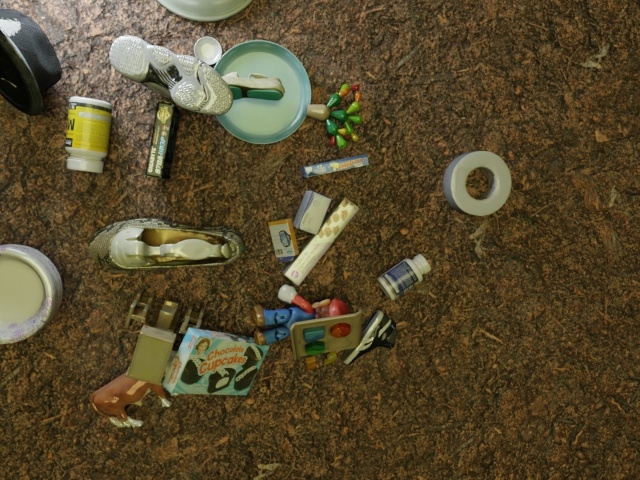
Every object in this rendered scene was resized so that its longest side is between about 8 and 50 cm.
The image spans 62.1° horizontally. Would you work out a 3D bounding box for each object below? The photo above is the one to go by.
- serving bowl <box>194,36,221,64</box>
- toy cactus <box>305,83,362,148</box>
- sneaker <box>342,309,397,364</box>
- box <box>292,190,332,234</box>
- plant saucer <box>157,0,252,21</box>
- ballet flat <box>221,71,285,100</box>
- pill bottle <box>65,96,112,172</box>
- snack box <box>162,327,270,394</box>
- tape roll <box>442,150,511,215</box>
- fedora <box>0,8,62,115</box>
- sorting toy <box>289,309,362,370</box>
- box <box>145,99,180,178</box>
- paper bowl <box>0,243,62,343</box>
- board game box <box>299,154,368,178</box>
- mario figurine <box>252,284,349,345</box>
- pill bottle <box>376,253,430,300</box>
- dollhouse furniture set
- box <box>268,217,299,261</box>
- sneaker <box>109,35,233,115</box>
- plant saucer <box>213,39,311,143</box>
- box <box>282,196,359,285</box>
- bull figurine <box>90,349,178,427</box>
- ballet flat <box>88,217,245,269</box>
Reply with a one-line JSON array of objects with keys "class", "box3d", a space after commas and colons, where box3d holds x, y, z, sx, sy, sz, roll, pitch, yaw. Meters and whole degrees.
[{"class": "serving bowl", "box3d": [-0.348, -0.586, 1.649, 0.083, 0.027, 0.083, -1, 97, -9]}, {"class": "toy cactus", "box3d": [0.043, -0.402, 1.693, 0.180, 0.112, 0.219, 7, 88, -11]}, {"class": "sneaker", "box3d": [0.182, 0.356, 1.807, 0.121, 0.079, 0.217, 37, 89, -11]}, {"class": "box", "box3d": [-0.029, -0.089, 1.697, 0.072, 0.137, 0.126, 22, 92, -11]}, {"class": "plant saucer", "box3d": [-0.355, -0.870, 1.583, 0.400, 0.100, 0.400, -1, 97, -9]}, {"class": "ballet flat", "box3d": [-0.233, -0.472, 1.620, 0.248, 0.086, 0.086, 1, 96, -11]}, {"class": "pill bottle", "box3d": [-0.690, -0.310, 1.578, 0.119, 0.119, 0.208, 7, 94, -10]}, {"class": "snack box", "box3d": [-0.313, 0.381, 1.644, 0.322, 0.060, 0.187, 23, 93, -52]}, {"class": "tape roll", "box3d": [0.532, -0.193, 1.809, 0.219, 0.072, 0.219, -1, 95, -9]}, {"class": "fedora", "box3d": [-0.848, -0.527, 1.489, 0.334, 0.334, 0.152, 52, 56, -10]}, {"class": "sorting toy", "box3d": [0.024, 0.334, 1.695, 0.229, 0.041, 0.307, -11, 142, -7]}, {"class": "box", "box3d": [-0.468, -0.293, 1.586, 0.051, 0.175, 0.220, 10, 95, -10]}, {"class": "paper bowl", "box3d": [-0.918, 0.151, 1.576, 0.284, 0.148, 0.284, -1, 97, -9]}, {"class": "board game box", "box3d": [0.040, -0.235, 1.694, 0.201, 0.136, 0.035, -12, 97, -7]}, {"class": "mario figurine", "box3d": [-0.061, 0.256, 1.736, 0.320, 0.170, 0.198, -4, 139, -18]}, {"class": "pill bottle", "box3d": [0.283, 0.120, 1.790, 0.169, 0.094, 0.094, -34, 100, -4]}, {"class": "dollhouse furniture set", "box3d": [-0.492, 0.294, 1.621, 0.212, 0.242, 0.161, 19, 111, -10]}, {"class": "box", "box3d": [-0.118, 0.000, 1.726, 0.081, 0.028, 0.136, -6, 102, 35]}, {"class": "sneaker", "box3d": [-0.401, -0.465, 1.536, 0.365, 0.210, 0.137, 25, 99, 2]}, {"class": "plant saucer", "box3d": [-0.189, -0.464, 1.681, 0.317, 0.044, 0.318, -1, 97, -8]}, {"class": "box", "box3d": [0.000, 0.000, 1.749, 0.063, 0.067, 0.324, 38, 88, -11]}, {"class": "bull figurine", "box3d": [-0.563, 0.464, 1.689, 0.310, 0.101, 0.188, -32, 102, -5]}, {"class": "ballet flat", "box3d": [-0.470, 0.017, 1.616, 0.482, 0.182, 0.164, 0, 97, -9]}]
